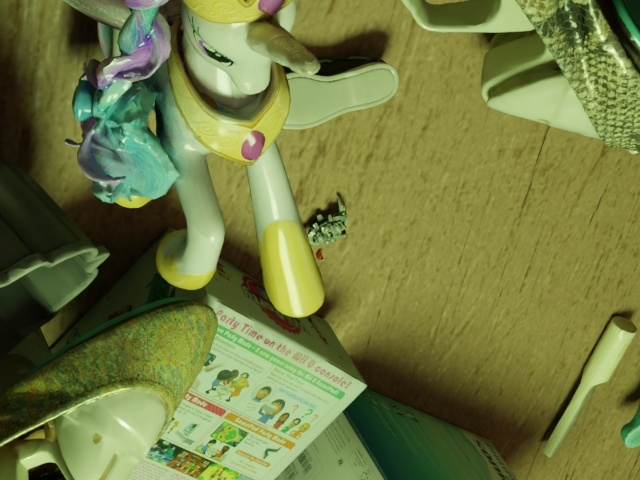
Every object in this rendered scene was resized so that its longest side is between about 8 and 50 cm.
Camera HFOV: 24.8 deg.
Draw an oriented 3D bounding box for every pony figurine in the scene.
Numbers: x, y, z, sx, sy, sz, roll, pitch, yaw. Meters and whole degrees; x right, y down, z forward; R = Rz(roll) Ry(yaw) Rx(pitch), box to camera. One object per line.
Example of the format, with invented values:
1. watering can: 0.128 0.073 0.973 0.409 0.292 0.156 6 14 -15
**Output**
1. pony figurine: -0.085 -0.153 0.886 0.302 0.351 0.363 -19 154 -14

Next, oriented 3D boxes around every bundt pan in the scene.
1. bundt pan: -0.310 0.049 0.960 0.330 0.124 0.331 -34 177 -2

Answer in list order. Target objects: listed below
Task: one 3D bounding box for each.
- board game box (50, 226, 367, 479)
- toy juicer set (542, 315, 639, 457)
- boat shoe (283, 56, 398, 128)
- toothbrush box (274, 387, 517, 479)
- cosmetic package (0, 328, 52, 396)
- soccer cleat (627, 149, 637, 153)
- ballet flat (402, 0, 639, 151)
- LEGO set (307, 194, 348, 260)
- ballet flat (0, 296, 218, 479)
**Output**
1. board game box: -0.143 0.163 1.264 0.303 0.097 0.224 -45 136 11
2. toy juicer set: 0.408 0.135 1.579 0.329 0.089 0.209 -16 134 -19
3. boat shoe: -0.001 -0.119 1.145 0.125 0.038 0.046 -17 115 -19
4. toothbrush box: 0.096 0.273 1.420 0.295 0.216 0.126 26 112 -44
5. cosmetic package: -0.275 0.099 1.154 0.115 0.060 0.041 -36 137 4
6. soccer cleat: 0.361 -0.073 1.390 0.076 0.068 0.196 -44 129 17
7. ballet flat: 0.164 -0.197 1.119 0.182 0.164 0.483 -25 135 22
8. LEGO set: 0.002 0.001 1.262 0.054 0.023 0.083 -8 131 -26
9. ballet flat: -0.215 0.166 1.073 0.348 0.123 0.123 -27 136 -9
